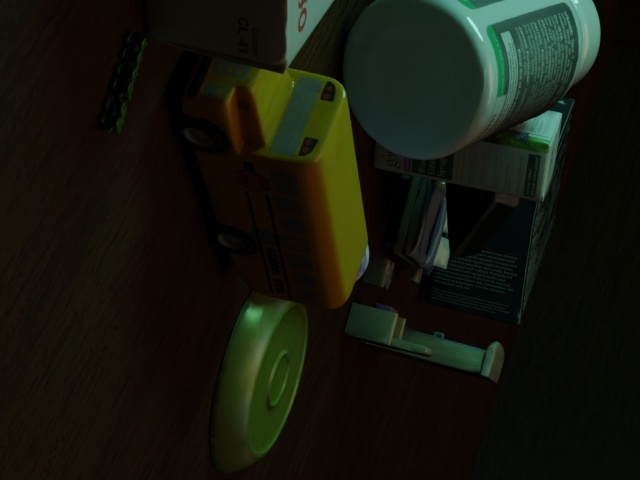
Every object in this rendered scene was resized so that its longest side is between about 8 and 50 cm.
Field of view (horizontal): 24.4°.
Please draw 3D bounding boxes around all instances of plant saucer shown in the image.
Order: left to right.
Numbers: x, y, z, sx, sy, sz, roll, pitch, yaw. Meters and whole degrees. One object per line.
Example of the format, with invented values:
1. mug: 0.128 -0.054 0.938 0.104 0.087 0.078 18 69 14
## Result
1. plant saucer: -0.062 0.155 1.691 0.241 0.037 0.241 13 90 -76

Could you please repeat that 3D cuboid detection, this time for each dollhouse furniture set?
1. dollhouse furniture set: 0.194 0.034 2.202 0.286 0.198 0.304 37 67 -74

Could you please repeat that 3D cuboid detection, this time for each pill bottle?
1. pill bottle: 0.201 -0.234 1.837 0.361 0.204 0.204 -25 129 -53

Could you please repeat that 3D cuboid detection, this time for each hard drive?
1. hard drive: 0.235 -0.115 2.142 0.172 0.054 0.255 121 -24 -51

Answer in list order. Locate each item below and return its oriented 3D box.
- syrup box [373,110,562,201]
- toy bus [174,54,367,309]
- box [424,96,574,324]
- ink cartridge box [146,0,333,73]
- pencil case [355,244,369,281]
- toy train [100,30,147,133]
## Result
1. syrup box: 0.196 -0.134 1.981 0.096 0.236 0.093 -60 158 -53
2. toy bus: -0.039 -0.065 1.397 0.333 0.130 0.108 79 29 -58
3. box: 0.309 -0.070 2.552 0.296 0.182 0.294 -60 159 -50
4. ink cartridge box: -0.028 -0.319 1.210 0.306 0.131 0.226 -58 158 -45
5. pencil case: 0.000 0.000 1.681 0.088 0.086 0.206 -67 164 -3
6. toy train: -0.153 -0.123 1.155 0.024 0.017 0.083 75 30 -79
